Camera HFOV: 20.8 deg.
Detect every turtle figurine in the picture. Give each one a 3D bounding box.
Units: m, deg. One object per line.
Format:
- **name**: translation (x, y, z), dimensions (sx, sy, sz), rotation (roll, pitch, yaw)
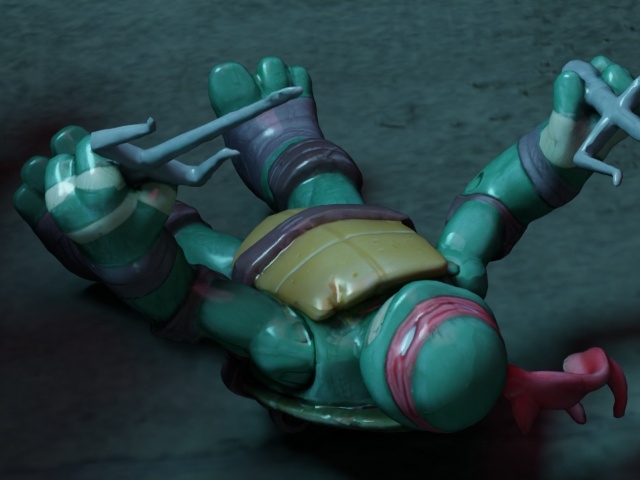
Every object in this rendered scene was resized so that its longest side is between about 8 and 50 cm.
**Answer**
- **turtle figurine**: translation (0.000, 0.000, 0.522), dimensions (0.175, 0.118, 0.234), rotation (-7, 15, -27)
